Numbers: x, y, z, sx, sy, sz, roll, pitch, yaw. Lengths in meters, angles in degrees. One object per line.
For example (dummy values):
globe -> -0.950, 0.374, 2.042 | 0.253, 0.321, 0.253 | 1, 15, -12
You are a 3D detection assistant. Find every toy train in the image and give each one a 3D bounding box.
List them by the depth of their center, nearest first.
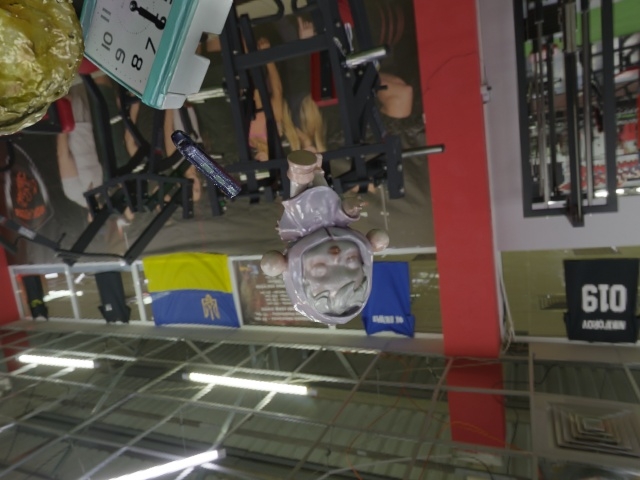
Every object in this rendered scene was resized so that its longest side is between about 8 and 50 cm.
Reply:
toy train -> -0.112, -0.074, 0.421 | 0.017, 0.083, 0.017 | -38, -145, 11

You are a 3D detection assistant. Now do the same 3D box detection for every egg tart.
egg tart -> -0.488, -0.282, 0.618 | 0.118, 0.288, 0.288 | 39, -157, 12

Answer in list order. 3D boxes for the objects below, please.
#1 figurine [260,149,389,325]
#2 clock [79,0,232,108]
figurine -> 0.000, 0.001, 0.657 | 0.201, 0.275, 0.133 | -11, 180, -17
clock -> -0.295, -0.400, 0.762 | 0.231, 0.262, 0.116 | 36, -157, 15
